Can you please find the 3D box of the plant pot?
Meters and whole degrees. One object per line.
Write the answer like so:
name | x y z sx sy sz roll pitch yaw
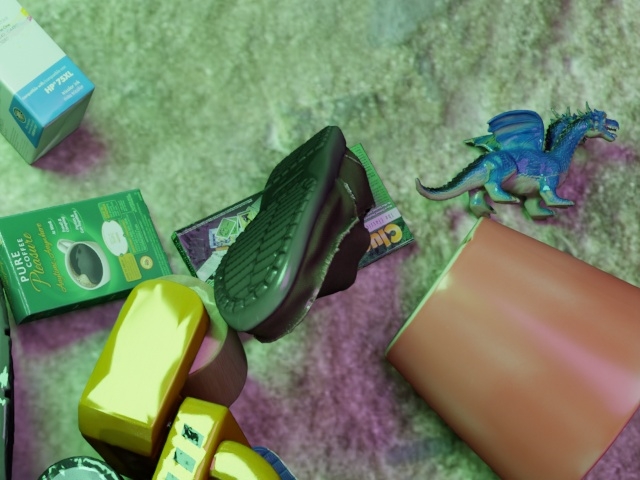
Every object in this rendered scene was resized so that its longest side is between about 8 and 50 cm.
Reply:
plant pot | 0.222 0.119 1.542 0.243 0.275 0.275 35 66 5

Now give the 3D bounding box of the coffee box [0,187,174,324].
coffee box | -0.258 0.015 1.491 0.184 0.040 0.113 -16 79 -38

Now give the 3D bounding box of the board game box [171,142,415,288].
board game box | -0.029 -0.002 1.605 0.260 0.030 0.136 -26 82 -23

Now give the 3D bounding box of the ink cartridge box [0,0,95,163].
ink cartridge box | -0.355 -0.206 1.497 0.078 0.134 0.231 -42 91 -23

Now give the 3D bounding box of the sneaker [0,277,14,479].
sneaker | -0.428 0.223 1.331 0.257 0.169 0.447 2 67 -10

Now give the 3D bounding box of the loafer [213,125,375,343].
loafer | 0.000 0.000 1.455 0.130 0.134 0.366 47 30 -14

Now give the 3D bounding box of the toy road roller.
toy road roller | -0.114 0.220 1.376 0.241 0.202 0.329 14 67 14

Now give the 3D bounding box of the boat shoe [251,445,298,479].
boat shoe | -0.027 0.303 1.494 0.066 0.066 0.183 -32 81 -26

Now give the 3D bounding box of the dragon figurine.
dragon figurine | 0.229 -0.105 1.688 0.289 0.085 0.144 1 74 -19
